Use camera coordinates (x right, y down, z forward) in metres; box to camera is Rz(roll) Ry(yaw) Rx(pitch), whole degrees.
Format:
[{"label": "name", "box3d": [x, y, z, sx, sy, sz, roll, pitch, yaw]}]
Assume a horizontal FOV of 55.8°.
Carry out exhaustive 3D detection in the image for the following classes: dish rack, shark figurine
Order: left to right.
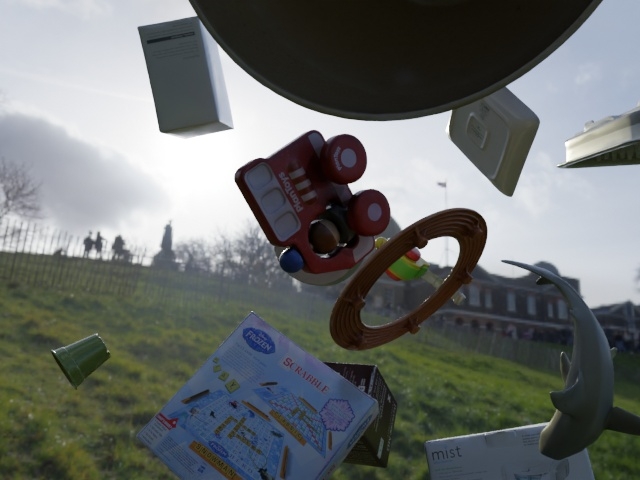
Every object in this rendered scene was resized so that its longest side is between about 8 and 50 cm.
[{"label": "shark figurine", "box3d": [0.316, 0.158, 0.769, 0.116, 0.279, 0.166, -5, -1, -31]}, {"label": "dish rack", "box3d": [0.533, -0.157, 0.847, 0.332, 0.073, 0.285, -4, 0, -1]}]

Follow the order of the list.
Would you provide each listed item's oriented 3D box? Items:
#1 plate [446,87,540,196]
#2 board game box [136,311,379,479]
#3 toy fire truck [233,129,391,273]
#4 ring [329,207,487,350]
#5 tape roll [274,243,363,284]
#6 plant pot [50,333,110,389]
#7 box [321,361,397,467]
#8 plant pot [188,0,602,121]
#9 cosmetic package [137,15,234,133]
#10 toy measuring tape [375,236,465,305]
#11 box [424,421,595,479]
[{"label": "plate", "box3d": [0.404, -0.276, 1.498, 0.045, 0.277, 0.278, -24, -32, -15]}, {"label": "board game box", "box3d": [-0.112, 0.337, 1.107, 0.318, 0.318, 0.066, 32, -25, 27]}, {"label": "toy fire truck", "box3d": [-0.016, -0.065, 1.238, 0.253, 0.302, 0.169, -37, 21, -27]}, {"label": "ring", "box3d": [0.163, 0.082, 1.052, 0.336, 0.032, 0.337, -25, -37, -20]}, {"label": "tape roll", "box3d": [0.000, 0.000, 1.461, 0.219, 0.220, 0.072, 0, -6, 13]}, {"label": "plant pot", "box3d": [-0.422, 0.208, 1.078, 0.079, 0.083, 0.083, -34, 3, -29]}, {"label": "box", "box3d": [0.065, 0.403, 1.404, 0.166, 0.169, 0.203, -2, -39, 24]}, {"label": "plant pot", "box3d": [0.063, -0.232, 0.399, 0.283, 0.284, 0.191, -4, 15, 23]}, {"label": "cosmetic package", "box3d": [-0.293, -0.355, 1.364, 0.138, 0.225, 0.224, -9, 6, 1]}, {"label": "toy measuring tape", "box3d": [0.294, 0.102, 1.812, 0.330, 0.121, 0.121, 37, -21, -2]}, {"label": "box", "box3d": [0.328, 0.440, 1.023, 0.261, 0.231, 0.127, -13, -22, 12]}]
